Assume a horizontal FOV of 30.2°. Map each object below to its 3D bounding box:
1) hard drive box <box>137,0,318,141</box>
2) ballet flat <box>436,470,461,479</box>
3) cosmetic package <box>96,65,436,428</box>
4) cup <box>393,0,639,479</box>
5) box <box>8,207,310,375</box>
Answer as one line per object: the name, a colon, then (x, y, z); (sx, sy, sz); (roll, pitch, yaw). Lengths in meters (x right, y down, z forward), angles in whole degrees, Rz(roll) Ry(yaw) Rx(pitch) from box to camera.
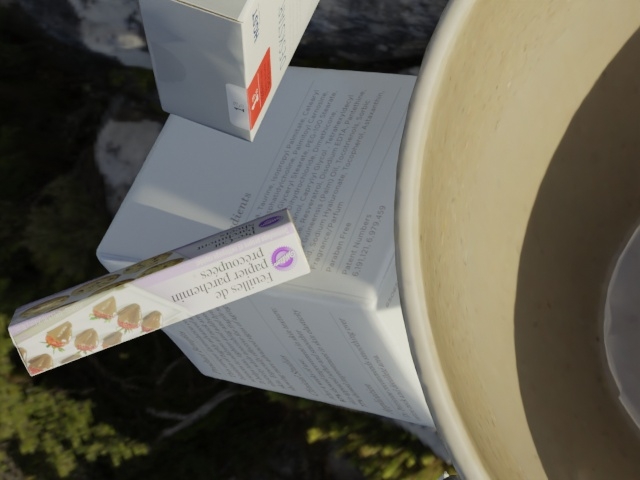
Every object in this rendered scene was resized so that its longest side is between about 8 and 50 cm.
hard drive box: (-0.054, -0.229, 0.968); (0.089, 0.181, 0.232); (21, 68, 8)
ballet flat: (0.073, 0.193, 0.794); (0.074, 0.203, 0.074); (3, 70, -7)
cosmetic package: (0.000, 0.000, 1.534); (0.393, 0.329, 0.327); (9, 61, 28)
cup: (0.200, 0.018, 0.460); (0.331, 0.237, 0.331); (-2, 77, 7)
box: (-0.173, 0.054, 1.279); (0.324, 0.067, 0.063); (-20, 110, 1)
